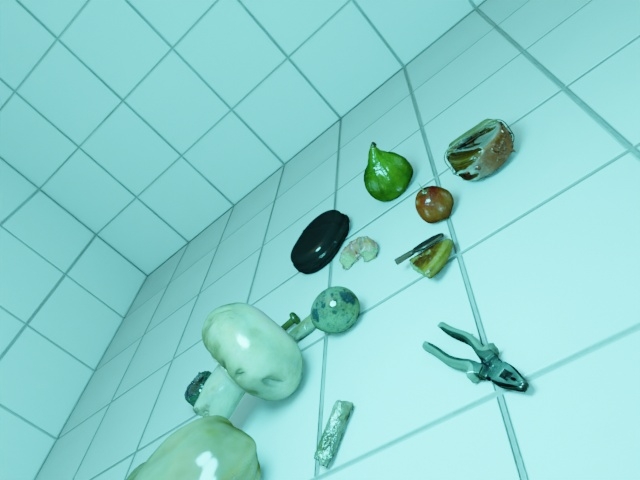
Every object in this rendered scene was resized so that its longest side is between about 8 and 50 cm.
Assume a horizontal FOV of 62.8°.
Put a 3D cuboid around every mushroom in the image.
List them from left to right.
[{"bbox_3d":[-0.210,0.368,1.615,0.353,0.354,0.325,-31,-17,32],"label":"mushroom"}]

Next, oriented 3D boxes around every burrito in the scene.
[{"bbox_3d":[-0.040,0.282,1.771,0.188,0.045,0.058,-42,15,12],"label":"burrito"},{"bbox_3d":[0.032,0.476,1.307,0.051,0.042,0.171,9,57,27],"label":"burrito"}]

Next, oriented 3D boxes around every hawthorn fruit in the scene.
[{"bbox_3d":[0.357,-0.116,1.671,0.125,0.140,0.125,-13,71,42],"label":"hawthorn fruit"}]

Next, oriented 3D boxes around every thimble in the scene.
[{"bbox_3d":[-0.427,0.551,1.926,0.118,0.090,0.135,-20,31,42],"label":"thimble"}]

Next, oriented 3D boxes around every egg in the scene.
[{"bbox_3d":[0.041,0.219,1.624,0.181,0.141,0.141,-38,22,40],"label":"egg"}]

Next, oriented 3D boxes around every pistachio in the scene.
[{"bbox_3d":[-0.353,0.640,1.391,0.445,0.282,0.365,-29,3,15],"label":"pistachio"}]

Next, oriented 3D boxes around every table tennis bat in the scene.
[{"bbox_3d":[0.274,-0.020,1.591,0.169,0.119,0.107,-31,1,-4],"label":"table tennis bat"}]

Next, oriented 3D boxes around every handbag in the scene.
[{"bbox_3d":[-0.001,-0.001,2.127,0.253,0.093,0.308,-18,34,49],"label":"handbag"}]

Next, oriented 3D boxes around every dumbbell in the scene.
[{"bbox_3d":[-0.126,0.308,1.874,0.118,0.046,0.052,-42,28,8],"label":"dumbbell"}]

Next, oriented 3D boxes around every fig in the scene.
[{"bbox_3d":[0.232,-0.276,2.011,0.203,0.235,0.203,-34,29,22],"label":"fig"}]

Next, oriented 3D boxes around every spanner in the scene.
[{"bbox_3d":[0.338,0.258,1.157,0.096,0.040,0.325,-49,21,-7],"label":"spanner"}]

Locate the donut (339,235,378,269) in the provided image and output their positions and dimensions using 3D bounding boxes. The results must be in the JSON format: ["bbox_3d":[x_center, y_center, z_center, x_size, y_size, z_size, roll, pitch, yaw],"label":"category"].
[{"bbox_3d":[0.139,0.031,1.866,0.166,0.065,0.117,-23,32,40],"label":"donut"}]

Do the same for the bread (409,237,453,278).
[{"bbox_3d":[0.331,0.047,1.510,0.136,0.054,0.154,-43,16,-2],"label":"bread"}]

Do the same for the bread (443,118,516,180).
[{"bbox_3d":[0.506,-0.293,1.682,0.224,0.142,0.212,-34,21,23],"label":"bread"}]
